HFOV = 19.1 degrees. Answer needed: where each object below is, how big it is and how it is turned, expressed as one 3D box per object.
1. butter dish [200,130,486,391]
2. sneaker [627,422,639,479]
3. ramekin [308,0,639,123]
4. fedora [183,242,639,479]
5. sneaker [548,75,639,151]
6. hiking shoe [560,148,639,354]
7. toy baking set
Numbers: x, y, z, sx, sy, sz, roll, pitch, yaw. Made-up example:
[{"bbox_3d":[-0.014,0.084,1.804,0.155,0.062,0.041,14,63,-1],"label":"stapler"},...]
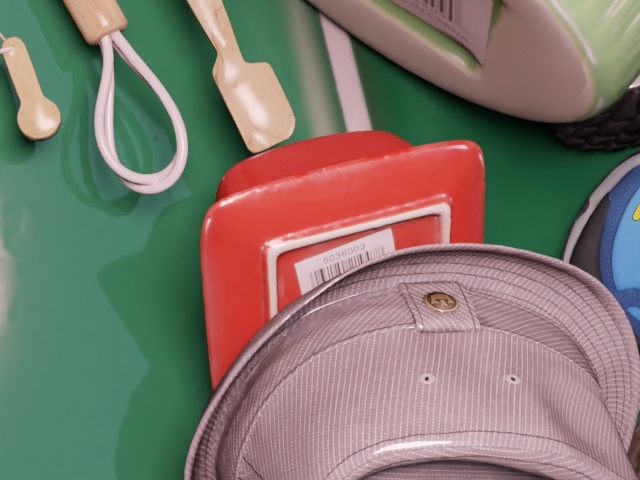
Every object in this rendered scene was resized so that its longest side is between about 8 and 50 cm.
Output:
[{"bbox_3d":[0.000,0.000,1.049,0.160,0.118,0.159,-14,130,-15],"label":"butter dish"},{"bbox_3d":[0.219,0.189,1.095,0.118,0.083,0.222,28,63,-7],"label":"sneaker"},{"bbox_3d":[0.076,-0.195,1.007,0.303,0.303,0.148,36,80,-11],"label":"ramekin"},{"bbox_3d":[0.073,0.131,0.996,0.275,0.124,0.243,10,110,-24],"label":"fedora"},{"bbox_3d":[0.234,-0.152,1.171,0.283,0.107,0.124,-24,76,-25],"label":"sneaker"},{"bbox_3d":[0.270,-0.036,1.133,0.304,0.132,0.113,-35,94,-20],"label":"hiking shoe"},{"bbox_3d":[-0.139,-0.126,1.043,0.256,0.030,0.196,5,79,-7],"label":"toy baking set"}]
